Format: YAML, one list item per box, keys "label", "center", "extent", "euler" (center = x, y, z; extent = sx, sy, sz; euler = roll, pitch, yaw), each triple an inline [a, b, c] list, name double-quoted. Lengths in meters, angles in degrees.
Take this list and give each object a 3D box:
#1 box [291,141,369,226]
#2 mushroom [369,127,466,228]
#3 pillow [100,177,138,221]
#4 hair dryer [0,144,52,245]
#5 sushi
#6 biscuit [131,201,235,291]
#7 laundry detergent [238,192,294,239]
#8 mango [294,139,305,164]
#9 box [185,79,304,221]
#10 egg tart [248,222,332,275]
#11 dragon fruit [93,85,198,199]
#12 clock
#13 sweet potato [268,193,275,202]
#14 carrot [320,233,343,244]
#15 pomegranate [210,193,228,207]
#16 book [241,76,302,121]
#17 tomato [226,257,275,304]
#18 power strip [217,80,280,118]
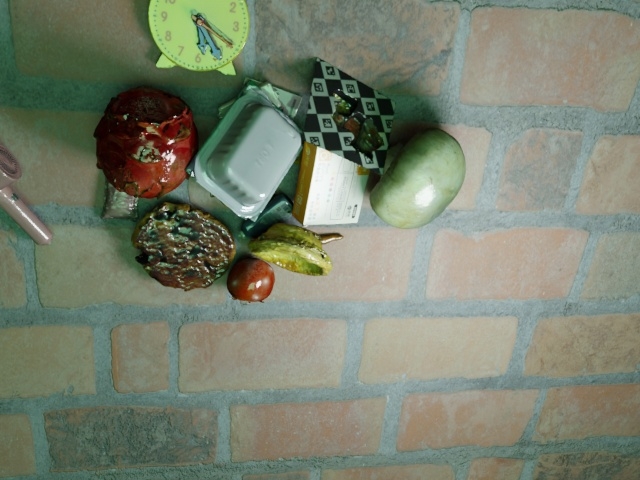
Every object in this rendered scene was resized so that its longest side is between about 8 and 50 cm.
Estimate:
- label: "box"
  center: [0.037, -0.188, 1.953]
  extent: [0.220, 0.091, 0.274]
  euler: [-6, 119, -30]
- label: "mushroom"
  center: [0.299, -0.194, 1.934]
  extent: [0.260, 0.352, 0.352]
  euler: [46, 104, 17]
- label: "pillow"
  center: [-0.612, -0.140, 1.905]
  extent: [0.118, 0.043, 0.185]
  euler: [7, 115, -12]
- label: "hair dryer"
  center: [-0.936, -0.097, 1.831]
  extent: [0.210, 0.125, 0.353]
  euler: [-27, 125, 4]
- label: "sushi"
  center: [0.075, -0.356, 1.857]
  extent: [0.292, 0.294, 0.059]
  euler: [23, 153, -22]
- label: "biscuit"
  center: [-0.442, 0.019, 2.000]
  extent: [0.334, 0.081, 0.289]
  euler: [38, 103, -29]
- label: "laundry detergent"
  center: [-0.179, -0.067, 2.010]
  extent: [0.206, 0.061, 0.096]
  euler: [-35, 149, 7]
- label: "mango"
  center: [-0.054, -0.275, 1.943]
  extent: [0.114, 0.057, 0.079]
  euler: [3, 109, -23]
- label: "box"
  center: [-0.180, -0.250, 1.765]
  extent: [0.264, 0.106, 0.337]
  euler: [40, 71, -29]
- label: "egg tart"
  center: [-0.089, 0.022, 1.976]
  extent: [0.293, 0.294, 0.123]
  euler: [22, 75, -21]
- label: "dragon fruit"
  center: [-0.485, -0.267, 1.726]
  extent: [0.295, 0.296, 0.302]
  euler: [18, 113, -19]
- label: "clock"
  center: [-0.334, -0.603, 1.711]
  extent: [0.276, 0.071, 0.294]
  euler: [-2, 116, -10]
- label: "sweet potato"
  center: [-0.194, -0.119, 2.010]
  extent: [0.115, 0.026, 0.026]
  euler: [-27, 118, 3]
- label: "carrot"
  center: [0.000, 0.001, 2.102]
  extent: [0.164, 0.036, 0.036]
  euler: [-11, 118, -6]
- label: "pomegranate"
  center: [-0.259, -0.184, 1.887]
  extent: [0.196, 0.196, 0.196]
  euler: [-5, 117, -9]
- label: "book"
  center: [-0.160, -0.407, 1.877]
  extent: [0.181, 0.014, 0.127]
  euler: [17, 111, -18]
- label: "tomato"
  center: [-0.231, 0.130, 2.056]
  extent: [0.167, 0.167, 0.168]
  euler: [-5, 117, -9]
- label: "power strip"
  center: [-0.211, -0.398, 1.843]
  extent: [0.192, 0.035, 0.082]
  euler: [-27, 119, 3]
